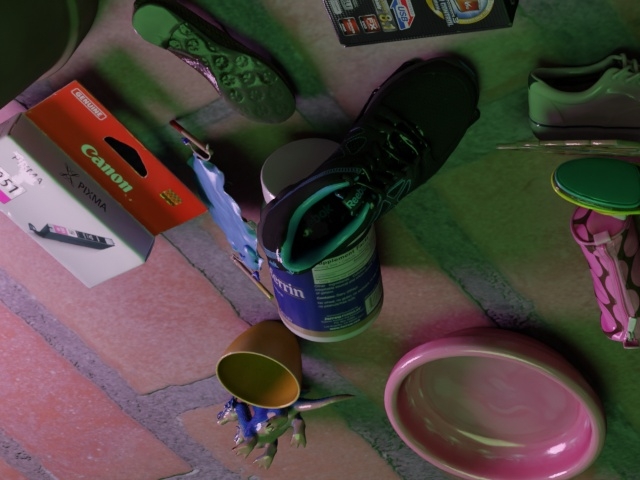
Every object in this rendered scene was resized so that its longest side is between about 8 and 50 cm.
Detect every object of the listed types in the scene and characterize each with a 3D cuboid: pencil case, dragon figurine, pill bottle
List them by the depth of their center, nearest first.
[{"bbox_3d":[0.387,0.041,1.926,0.095,0.098,0.209,-5,132,27],"label":"pencil case"},{"bbox_3d":[0.000,0.000,1.999,0.153,0.153,0.265,6,136,16],"label":"pill bottle"},{"bbox_3d":[-0.069,0.266,2.357,0.085,0.144,0.289,30,127,-26],"label":"dragon figurine"}]

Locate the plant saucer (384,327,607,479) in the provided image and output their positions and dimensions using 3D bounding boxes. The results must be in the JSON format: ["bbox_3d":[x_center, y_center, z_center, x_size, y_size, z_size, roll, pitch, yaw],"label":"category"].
[{"bbox_3d":[0.263,0.241,2.205,0.332,0.084,0.332,11,138,10],"label":"plant saucer"}]

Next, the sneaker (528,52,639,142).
[{"bbox_3d":[0.362,-0.168,1.714,0.258,0.094,0.091,-4,126,21],"label":"sneaker"}]

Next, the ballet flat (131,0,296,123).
[{"bbox_3d":[-0.134,-0.235,1.881,0.250,0.058,0.084,32,117,-21],"label":"ballet flat"}]

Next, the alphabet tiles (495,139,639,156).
[{"bbox_3d":[0.327,-0.107,1.724,0.198,0.009,0.237,2,-179,-35],"label":"alphabet tiles"}]

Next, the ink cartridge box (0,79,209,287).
[{"bbox_3d":[-0.331,-0.071,2.059,0.239,0.060,0.275,-23,123,37],"label":"ink cartridge box"}]

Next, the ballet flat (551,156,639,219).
[{"bbox_3d":[0.399,-0.057,1.820,0.231,0.077,0.077,0,151,5],"label":"ballet flat"}]

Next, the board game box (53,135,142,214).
[{"bbox_3d":[-0.374,-0.074,2.152,0.210,0.047,0.160,-25,122,39],"label":"board game box"}]

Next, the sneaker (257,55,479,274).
[{"bbox_3d":[0.069,-0.080,1.791,0.125,0.139,0.341,43,96,-13],"label":"sneaker"}]

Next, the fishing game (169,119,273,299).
[{"bbox_3d":[-0.123,-0.044,2.026,0.189,0.041,0.264,39,156,55],"label":"fishing game"}]

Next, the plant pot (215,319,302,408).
[{"bbox_3d":[-0.082,0.179,2.270,0.134,0.095,0.134,12,139,11],"label":"plant pot"}]

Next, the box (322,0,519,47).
[{"bbox_3d":[0.084,-0.348,1.655,0.216,0.060,0.270,-2,134,25],"label":"box"}]

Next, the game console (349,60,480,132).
[{"bbox_3d":[0.118,-0.146,1.857,0.122,0.107,0.071,35,166,-15],"label":"game console"}]

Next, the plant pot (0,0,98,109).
[{"bbox_3d":[-0.476,-0.261,1.816,0.323,0.280,0.323,12,138,11],"label":"plant pot"}]
